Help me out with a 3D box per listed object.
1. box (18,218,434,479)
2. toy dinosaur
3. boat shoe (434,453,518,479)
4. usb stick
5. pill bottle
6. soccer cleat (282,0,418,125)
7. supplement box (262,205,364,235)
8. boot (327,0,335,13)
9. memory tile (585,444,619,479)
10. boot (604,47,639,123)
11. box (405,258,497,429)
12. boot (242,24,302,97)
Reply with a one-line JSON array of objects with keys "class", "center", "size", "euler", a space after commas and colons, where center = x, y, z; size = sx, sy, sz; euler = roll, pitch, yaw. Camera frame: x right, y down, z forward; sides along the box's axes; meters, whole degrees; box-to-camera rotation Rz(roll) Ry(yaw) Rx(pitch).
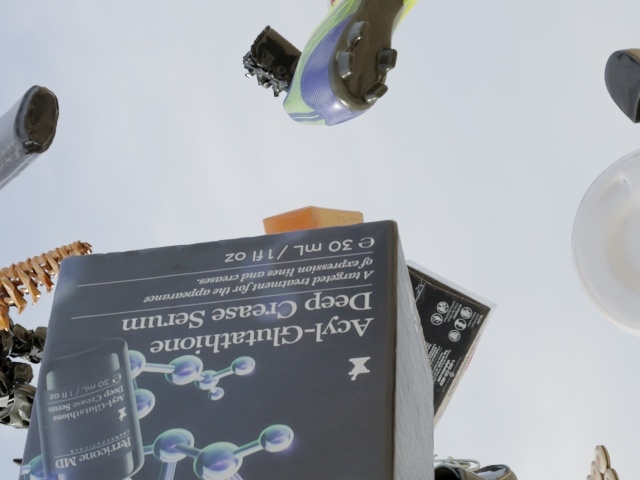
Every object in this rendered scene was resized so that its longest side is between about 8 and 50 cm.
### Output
[{"class": "box", "center": [-0.067, 0.203, 1.383], "size": [0.395, 0.293, 0.212], "euler": [-88, -13, -45]}, {"class": "toy dinosaur", "center": [-0.310, 0.124, 1.628], "size": [0.218, 0.322, 0.164], "euler": [34, -129, -15]}, {"class": "boat shoe", "center": [0.144, 0.292, 2.010], "size": [0.254, 0.095, 0.079], "euler": [-15, -88, -46]}, {"class": "usb stick", "center": [-0.340, -0.080, 1.801], "size": [0.045, 0.278, 0.077], "euler": [19, -117, -25]}, {"class": "pill bottle", "center": [0.331, 0.014, 1.503], "size": [0.283, 0.160, 0.160], "euler": [14, -122, -63]}, {"class": "soccer cleat", "center": [0.039, -0.233, 1.758], "size": [0.093, 0.121, 0.289], "euler": [44, -130, -28]}, {"class": "supplement box", "center": [0.000, 0.000, 2.377], "size": [0.233, 0.080, 0.078], "euler": [3, -107, -70]}, {"class": "boot", "center": [0.057, -0.341, 1.858], "size": [0.176, 0.088, 0.244], "euler": [86, -167, -71]}, {"class": "memory tile", "center": [0.365, 0.340, 2.244], "size": [0.148, 0.012, 0.113], "euler": [92, 165, -50]}, {"class": "boot", "center": [0.458, -0.148, 1.891], "size": [0.229, 0.091, 0.263], "euler": [-14, -124, -28]}, {"class": "box", "center": [0.138, 0.171, 2.606], "size": [0.163, 0.247, 0.142], "euler": [27, -174, 8]}, {"class": "boot", "center": [-0.027, -0.209, 1.984], "size": [0.099, 0.045, 0.121], "euler": [35, -127, -4]}]
